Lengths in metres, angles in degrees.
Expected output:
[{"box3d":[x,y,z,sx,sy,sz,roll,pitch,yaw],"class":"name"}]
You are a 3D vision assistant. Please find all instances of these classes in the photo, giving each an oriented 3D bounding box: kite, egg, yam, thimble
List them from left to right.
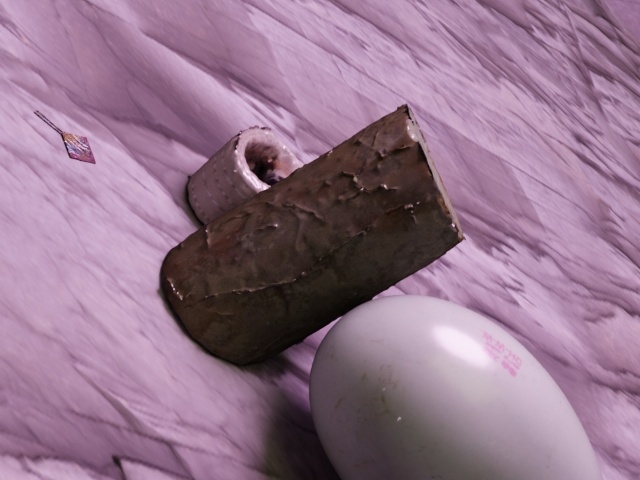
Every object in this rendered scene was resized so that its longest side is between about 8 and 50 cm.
[{"box3d":[-0.264,-0.104,2.045,0.078,0.002,0.044,29,35,-31],"class":"kite"},{"box3d":[-0.080,-0.062,2.146,0.102,0.090,0.115,40,32,-14],"class":"thimble"},{"box3d":[0.000,0.000,2.029,0.168,0.304,0.168,55,11,-17],"class":"yam"},{"box3d":[0.145,0.208,1.987,0.371,0.230,0.230,44,30,-17],"class":"egg"}]
